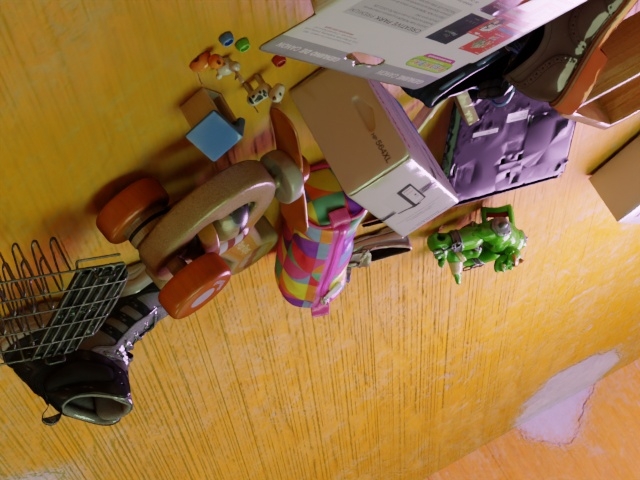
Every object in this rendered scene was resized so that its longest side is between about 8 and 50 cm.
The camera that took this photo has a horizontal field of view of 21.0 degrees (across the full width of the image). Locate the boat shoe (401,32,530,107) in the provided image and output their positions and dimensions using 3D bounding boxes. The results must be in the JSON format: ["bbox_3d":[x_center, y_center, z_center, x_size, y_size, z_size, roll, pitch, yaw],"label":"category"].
[{"bbox_3d":[0.186,-0.194,1.976,0.258,0.089,0.109,-20,156,-33],"label":"boat shoe"}]

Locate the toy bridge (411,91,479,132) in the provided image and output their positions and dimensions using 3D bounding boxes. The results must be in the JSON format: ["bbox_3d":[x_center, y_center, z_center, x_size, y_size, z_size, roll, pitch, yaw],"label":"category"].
[{"bbox_3d":[0.172,-0.168,2.080,0.188,0.026,0.063,-31,134,-2],"label":"toy bridge"}]

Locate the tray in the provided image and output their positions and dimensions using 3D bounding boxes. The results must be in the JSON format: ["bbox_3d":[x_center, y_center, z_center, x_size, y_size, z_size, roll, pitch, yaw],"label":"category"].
[{"bbox_3d":[0.477,-0.266,2.062,0.411,0.076,0.203,-28,168,21],"label":"tray"}]

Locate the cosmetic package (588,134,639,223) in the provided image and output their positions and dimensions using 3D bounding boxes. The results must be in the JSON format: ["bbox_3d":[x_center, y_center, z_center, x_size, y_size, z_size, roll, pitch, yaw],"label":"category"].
[{"bbox_3d":[0.622,-0.141,2.684,0.284,0.097,0.377,-44,155,26],"label":"cosmetic package"}]

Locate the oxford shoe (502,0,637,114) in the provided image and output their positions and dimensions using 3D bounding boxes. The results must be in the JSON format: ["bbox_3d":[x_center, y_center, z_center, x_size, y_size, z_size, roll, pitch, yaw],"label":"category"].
[{"bbox_3d":[0.288,-0.275,1.882,0.097,0.098,0.271,-111,-137,-75],"label":"oxford shoe"}]

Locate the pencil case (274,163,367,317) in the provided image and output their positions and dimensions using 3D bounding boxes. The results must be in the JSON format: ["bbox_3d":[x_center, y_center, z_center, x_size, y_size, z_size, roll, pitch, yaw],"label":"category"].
[{"bbox_3d":[0.000,0.000,2.142,0.104,0.104,0.236,-24,156,-17],"label":"pencil case"}]

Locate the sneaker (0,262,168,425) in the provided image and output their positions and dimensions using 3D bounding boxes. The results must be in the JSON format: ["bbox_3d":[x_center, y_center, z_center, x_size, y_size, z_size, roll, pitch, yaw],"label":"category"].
[{"bbox_3d":[-0.234,0.127,2.034,0.268,0.153,0.101,-21,157,-25],"label":"sneaker"}]

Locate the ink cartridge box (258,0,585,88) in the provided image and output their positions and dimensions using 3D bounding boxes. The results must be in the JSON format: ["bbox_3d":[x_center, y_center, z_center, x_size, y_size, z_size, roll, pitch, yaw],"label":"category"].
[{"bbox_3d":[0.105,-0.270,1.613,0.272,0.130,0.309,-28,162,27],"label":"ink cartridge box"}]

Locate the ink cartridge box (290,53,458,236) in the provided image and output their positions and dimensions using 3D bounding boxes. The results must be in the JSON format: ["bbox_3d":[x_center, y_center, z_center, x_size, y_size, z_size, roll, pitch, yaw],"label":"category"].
[{"bbox_3d":[0.062,-0.104,1.928,0.086,0.148,0.203,-33,158,10],"label":"ink cartridge box"}]

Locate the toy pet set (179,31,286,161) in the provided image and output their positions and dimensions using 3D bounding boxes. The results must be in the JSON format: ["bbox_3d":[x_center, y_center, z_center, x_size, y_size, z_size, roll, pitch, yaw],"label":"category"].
[{"bbox_3d":[-0.088,-0.141,1.756,0.114,0.065,0.122,-39,157,20],"label":"toy pet set"}]

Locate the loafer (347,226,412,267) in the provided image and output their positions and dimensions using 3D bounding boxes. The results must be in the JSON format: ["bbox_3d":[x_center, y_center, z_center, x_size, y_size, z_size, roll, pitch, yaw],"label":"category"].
[{"bbox_3d":[0.068,0.016,2.356,0.125,0.039,0.045,-23,158,-21],"label":"loafer"}]

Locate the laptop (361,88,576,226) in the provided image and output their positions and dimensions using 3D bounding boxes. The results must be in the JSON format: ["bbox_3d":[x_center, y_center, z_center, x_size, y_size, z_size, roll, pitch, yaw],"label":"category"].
[{"bbox_3d":[0.202,-0.123,2.267,0.234,0.136,0.264,-16,129,-36],"label":"laptop"}]

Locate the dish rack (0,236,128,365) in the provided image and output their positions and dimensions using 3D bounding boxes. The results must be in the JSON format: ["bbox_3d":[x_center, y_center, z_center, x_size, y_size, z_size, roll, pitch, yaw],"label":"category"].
[{"bbox_3d":[-0.345,0.070,1.839,0.271,0.074,0.208,-8,151,-35],"label":"dish rack"}]

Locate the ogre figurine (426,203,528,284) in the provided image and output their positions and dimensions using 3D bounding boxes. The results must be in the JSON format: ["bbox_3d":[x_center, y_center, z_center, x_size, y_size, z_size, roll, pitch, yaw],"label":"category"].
[{"bbox_3d":[0.229,0.003,2.486,0.118,0.097,0.197,-18,147,16],"label":"ogre figurine"}]

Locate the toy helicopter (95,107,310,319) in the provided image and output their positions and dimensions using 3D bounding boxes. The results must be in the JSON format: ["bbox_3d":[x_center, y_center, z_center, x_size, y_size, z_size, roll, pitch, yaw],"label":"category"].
[{"bbox_3d":[-0.097,-0.026,1.973,0.235,0.140,0.355,-41,170,0],"label":"toy helicopter"}]
